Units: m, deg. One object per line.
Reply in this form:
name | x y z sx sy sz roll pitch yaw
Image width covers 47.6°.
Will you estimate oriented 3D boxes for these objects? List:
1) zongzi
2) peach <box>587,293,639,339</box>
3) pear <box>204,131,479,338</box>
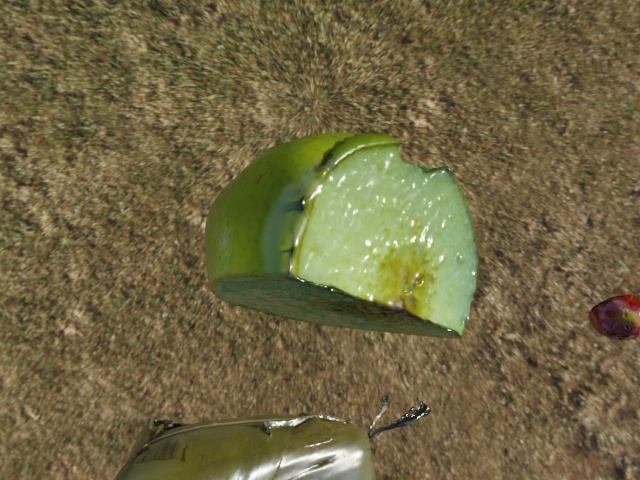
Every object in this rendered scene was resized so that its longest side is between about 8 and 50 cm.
zongzi | -0.054 0.309 0.898 0.447 0.418 0.181 -7 84 -1
peach | 0.465 0.116 1.136 0.083 0.050 0.077 19 79 30
pear | 0.000 0.000 0.753 0.292 0.292 0.159 8 75 -2
